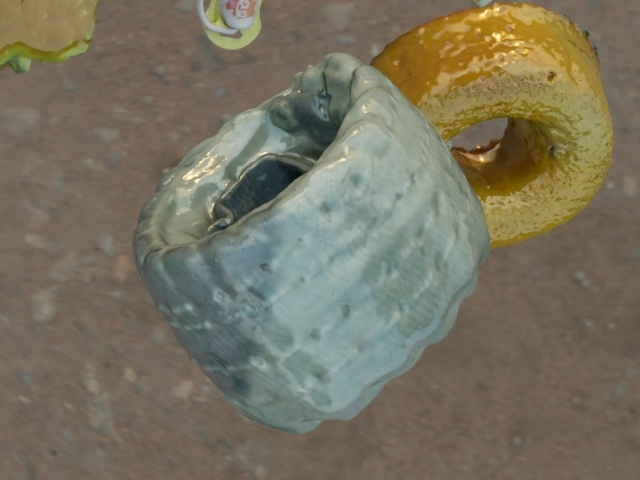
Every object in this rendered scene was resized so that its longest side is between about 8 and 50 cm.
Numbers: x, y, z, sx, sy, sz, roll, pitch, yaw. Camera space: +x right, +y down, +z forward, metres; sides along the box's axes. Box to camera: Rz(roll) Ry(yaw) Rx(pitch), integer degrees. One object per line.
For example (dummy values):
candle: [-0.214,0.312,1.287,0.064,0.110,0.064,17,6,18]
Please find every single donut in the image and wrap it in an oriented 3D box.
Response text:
donut: [0.168,-0.099,1.783,0.278,0.108,0.277,-8,128,-10]

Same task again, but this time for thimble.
thimble: [0.000,0.000,1.189,0.172,0.205,0.250,54,42,-23]

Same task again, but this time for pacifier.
pacifier: [-0.086,-0.217,1.623,0.068,0.064,0.083,5,101,-25]

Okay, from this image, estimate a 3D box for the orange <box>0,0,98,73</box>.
orange: [-0.190,-0.160,0.931,0.179,0.237,0.158,-38,105,-3]

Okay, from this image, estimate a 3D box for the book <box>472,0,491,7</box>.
book: [0.146,-0.297,1.501,0.168,0.192,0.013,-43,134,5]
